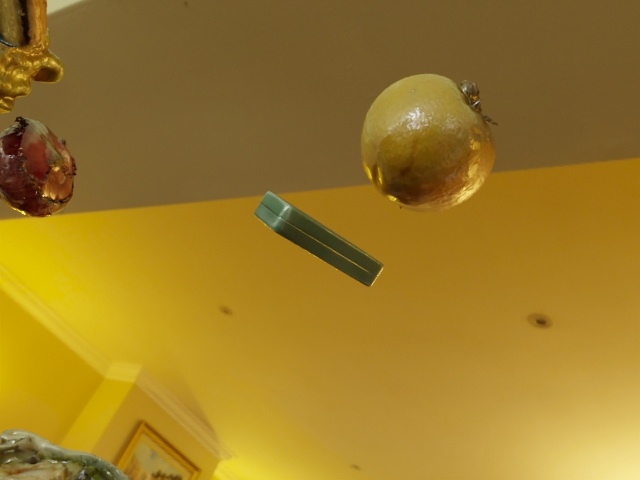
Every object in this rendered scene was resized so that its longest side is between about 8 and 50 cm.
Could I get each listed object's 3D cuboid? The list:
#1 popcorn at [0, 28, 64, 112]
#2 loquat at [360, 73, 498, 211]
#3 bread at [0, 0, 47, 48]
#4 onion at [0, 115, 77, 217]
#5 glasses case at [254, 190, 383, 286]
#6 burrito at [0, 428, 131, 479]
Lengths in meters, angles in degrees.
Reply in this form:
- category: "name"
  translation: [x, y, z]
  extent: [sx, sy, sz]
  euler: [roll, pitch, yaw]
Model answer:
- category: "popcorn"
  translation: [-0.546, -0.354, 0.921]
  extent: [0.290, 0.326, 0.321]
  euler: [51, -5, -16]
- category: "loquat"
  translation: [0.211, -0.193, 1.153]
  extent: [0.275, 0.274, 0.274]
  euler: [16, -38, 13]
- category: "bread"
  translation: [-0.328, -0.261, 0.636]
  extent: [0.072, 0.053, 0.105]
  euler: [20, -54, 10]
- category: "onion"
  translation: [-0.531, -0.125, 1.065]
  extent: [0.147, 0.183, 0.184]
  euler: [-10, -42, -2]
- category: "glasses case"
  translation: [0.000, 0.000, 0.797]
  extent: [0.184, 0.039, 0.078]
  euler: [32, 2, -34]
- category: "burrito"
  translation: [-0.308, 0.338, 0.556]
  extent: [0.135, 0.190, 0.331]
  euler: [42, -60, 42]
